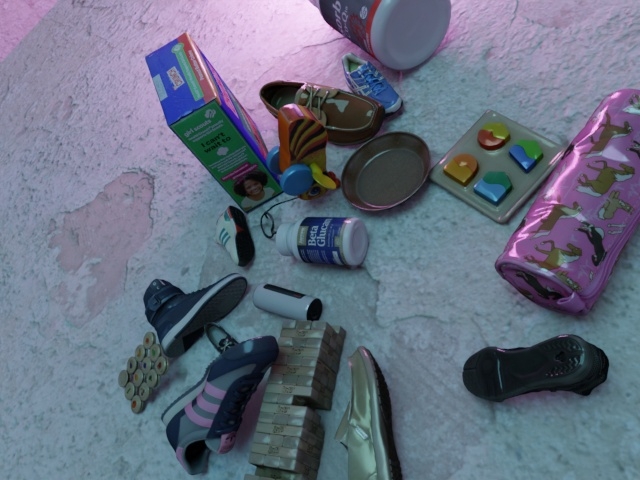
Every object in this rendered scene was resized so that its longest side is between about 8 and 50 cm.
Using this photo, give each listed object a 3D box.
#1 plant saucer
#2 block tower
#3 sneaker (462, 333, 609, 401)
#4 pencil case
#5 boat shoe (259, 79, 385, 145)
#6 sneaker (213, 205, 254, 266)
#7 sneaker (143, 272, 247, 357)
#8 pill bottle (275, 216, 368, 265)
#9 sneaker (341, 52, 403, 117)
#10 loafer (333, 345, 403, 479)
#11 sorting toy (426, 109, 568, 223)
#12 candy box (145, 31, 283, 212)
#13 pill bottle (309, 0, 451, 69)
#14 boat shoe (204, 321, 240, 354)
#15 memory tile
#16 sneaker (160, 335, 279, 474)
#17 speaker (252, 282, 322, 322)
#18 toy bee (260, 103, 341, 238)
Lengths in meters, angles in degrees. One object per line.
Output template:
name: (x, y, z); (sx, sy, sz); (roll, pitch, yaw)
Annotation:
plant saucer: (0.138, -0.137, 1.266); (0.199, 0.036, 0.198); (-16, 53, 23)
block tower: (-0.043, 0.295, 1.056); (0.091, 0.097, 0.335); (-1, 59, 26)
sneaker: (0.332, 0.202, 0.934); (0.227, 0.130, 0.087); (-29, 51, 45)
pencil case: (0.442, -0.061, 0.988); (0.160, 0.167, 0.386); (36, 80, 3)
boat shoe: (-0.012, -0.294, 1.378); (0.324, 0.120, 0.122); (17, 90, 38)
sneaker: (-0.196, 0.002, 1.356); (0.075, 0.057, 0.161); (-38, 51, 27)
sneaker: (-0.274, 0.113, 1.297); (0.226, 0.086, 0.163); (-41, 53, 0)
pill bottle: (0.000, 0.000, 1.219); (0.169, 0.094, 0.094); (2, 62, 29)
sneaker: (0.108, -0.352, 1.393); (0.080, 0.081, 0.211); (-39, 52, -2)
loafer: (0.067, 0.300, 0.989); (0.092, 0.102, 0.268); (-15, 55, 12)
sorting toy: (0.333, -0.151, 1.175); (0.193, 0.038, 0.208); (-46, 51, -5)
candy box: (-0.228, -0.256, 1.356); (0.122, 0.317, 0.268); (-31, 51, 7)
pill bottle: (0.118, -0.566, 1.441); (0.210, 0.210, 0.363); (-40, 50, 0)
boat shoe: (-0.190, 0.205, 1.225); (0.046, 0.038, 0.125); (-45, 51, -4)
memory tile: (-0.365, 0.270, 1.258); (0.148, 0.012, 0.113); (-55, 49, 17)
sneaker: (-0.160, 0.291, 1.071); (0.319, 0.112, 0.131); (-48, 54, 32)
speaker: (-0.064, 0.124, 1.200); (0.136, 0.055, 0.055); (13, 67, 34)
toy bee: (-0.032, -0.155, 1.285); (0.162, 0.298, 0.195); (-12, 68, -27)
